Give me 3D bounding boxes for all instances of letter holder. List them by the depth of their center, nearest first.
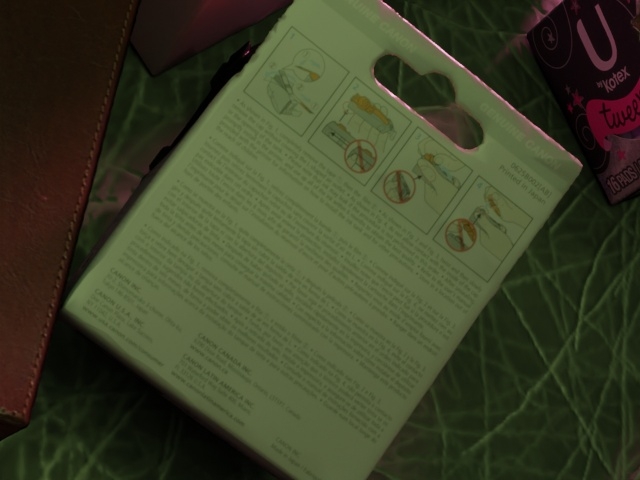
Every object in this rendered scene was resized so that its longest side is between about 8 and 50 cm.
[{"bbox_3d":[-0.240,-0.059,0.903,0.214,0.152,0.302,24,60,-25],"label":"letter holder"}]

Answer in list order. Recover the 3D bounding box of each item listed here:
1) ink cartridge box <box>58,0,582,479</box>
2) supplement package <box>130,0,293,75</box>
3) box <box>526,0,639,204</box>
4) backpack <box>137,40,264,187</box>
[{"bbox_3d":[0.000,0.000,0.925,0.189,0.066,0.232,38,77,-12],"label":"ink cartridge box"},{"bbox_3d":[-0.039,-0.253,0.999,0.177,0.293,0.175,-33,87,-27],"label":"supplement package"},{"bbox_3d":[0.272,-0.147,1.110,0.163,0.247,0.142,-21,80,-26],"label":"box"},{"bbox_3d":[0.002,-0.009,1.014,0.188,0.144,0.166,36,90,-17],"label":"backpack"}]
